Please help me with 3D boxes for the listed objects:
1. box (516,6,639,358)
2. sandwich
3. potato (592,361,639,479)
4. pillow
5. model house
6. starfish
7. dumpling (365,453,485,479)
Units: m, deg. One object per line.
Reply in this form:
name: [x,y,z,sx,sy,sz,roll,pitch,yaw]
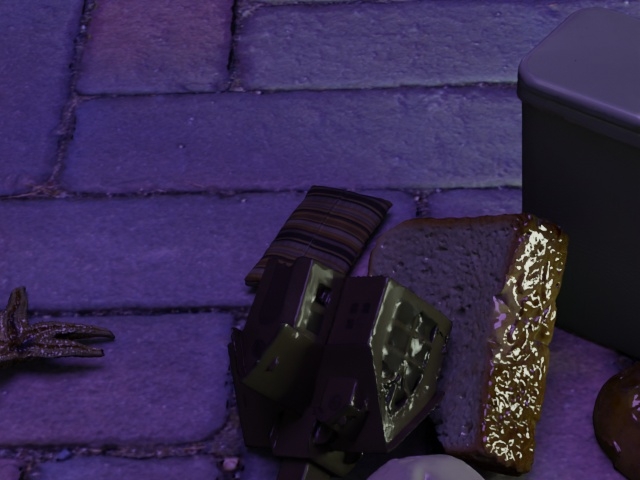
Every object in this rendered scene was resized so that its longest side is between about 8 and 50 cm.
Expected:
box: [0.393,-0.035,2.093,0.352,0.343,0.177,23,48,27]
sandwich: [0.147,0.111,2.099,0.254,0.100,0.288,-6,68,47]
potato: [0.389,0.189,2.034,0.200,0.081,0.164,24,46,25]
pillow: [0.000,0.000,2.311,0.113,0.038,0.203,13,42,19]
model house: [-0.011,0.161,1.998,0.211,0.204,0.243,-3,63,44]
starfish: [-0.349,0.111,2.194,0.224,0.050,0.217,9,34,-3]
dumpling: [0.093,0.281,1.851,0.258,0.193,0.147,-14,80,6]
